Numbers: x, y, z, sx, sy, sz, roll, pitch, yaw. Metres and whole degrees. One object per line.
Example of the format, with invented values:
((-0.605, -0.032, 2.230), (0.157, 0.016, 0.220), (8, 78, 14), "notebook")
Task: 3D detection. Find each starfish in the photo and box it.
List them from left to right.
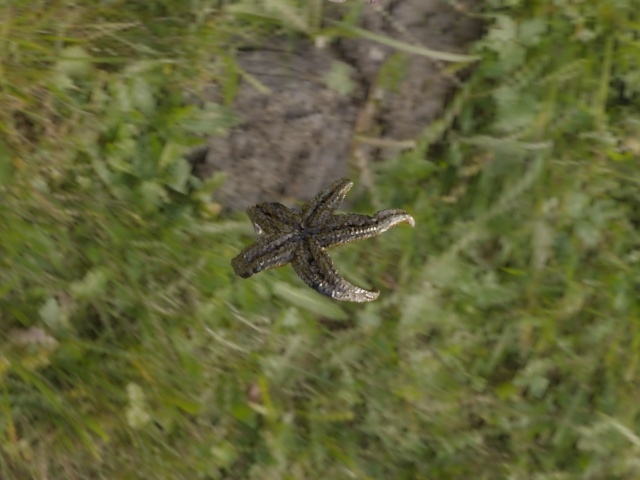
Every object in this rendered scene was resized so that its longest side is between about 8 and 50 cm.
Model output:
((0.000, 0.000, 0.939), (0.091, 0.078, 0.028), (-14, 138, 9), "starfish")

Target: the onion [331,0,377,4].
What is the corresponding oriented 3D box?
((0.025, -0.343, 1.734), (0.256, 0.272, 0.230), (-25, 67, 19), "onion")
